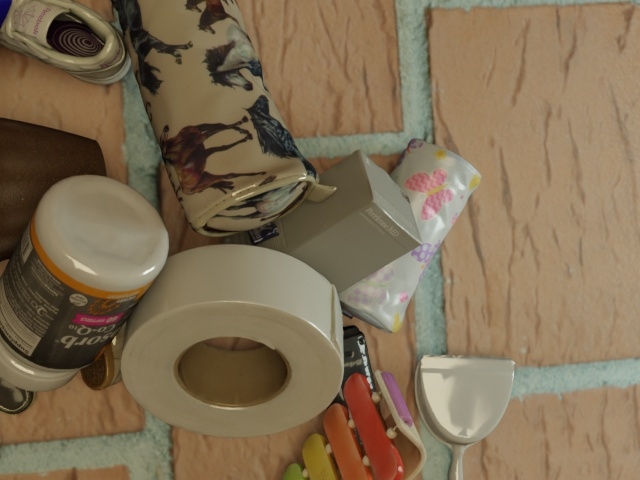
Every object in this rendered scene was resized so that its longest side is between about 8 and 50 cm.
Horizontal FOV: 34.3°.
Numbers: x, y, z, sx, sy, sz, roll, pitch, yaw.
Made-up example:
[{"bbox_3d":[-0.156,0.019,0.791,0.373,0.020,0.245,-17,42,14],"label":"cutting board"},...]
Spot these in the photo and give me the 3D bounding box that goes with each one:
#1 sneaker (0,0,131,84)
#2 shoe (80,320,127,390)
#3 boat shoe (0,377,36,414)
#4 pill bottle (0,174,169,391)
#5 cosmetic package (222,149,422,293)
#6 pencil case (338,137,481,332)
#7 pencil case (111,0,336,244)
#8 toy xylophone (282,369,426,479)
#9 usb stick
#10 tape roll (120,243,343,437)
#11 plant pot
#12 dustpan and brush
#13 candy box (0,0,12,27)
[{"bbox_3d":[-0.387,-0.302,1.335,0.305,0.152,0.114,21,90,-8],"label":"sneaker"},{"bbox_3d":[-0.297,0.092,1.410,0.058,0.076,0.219,-3,90,-52],"label":"shoe"},{"bbox_3d":[-0.463,0.143,1.369,0.080,0.073,0.224,-36,97,-7],"label":"boat shoe"},{"bbox_3d":[-0.308,0.061,1.266,0.162,0.278,0.162,20,44,-21],"label":"pill bottle"},{"bbox_3d":[0.000,0.000,1.365,0.238,0.107,0.127,-31,137,24],"label":"cosmetic package"},{"bbox_3d":[0.117,-0.005,1.449,0.124,0.113,0.273,29,86,-14],"label":"pencil case"},{"bbox_3d":[-0.138,-0.202,1.311,0.183,0.160,0.410,-7,66,-37],"label":"pencil case"},{"bbox_3d":[0.033,0.336,1.364,0.081,0.236,0.323,31,101,-29],"label":"toy xylophone"},{"bbox_3d":[0.053,0.262,1.477,0.077,0.045,0.278,-13,93,-9],"label":"usb stick"},{"bbox_3d":[-0.110,0.135,1.334,0.286,0.100,0.286,0,135,0],"label":"tape roll"},{"bbox_3d":[-0.397,-0.067,1.326,0.230,0.215,0.215,-6,92,-23],"label":"plant pot"},{"bbox_3d":[0.204,0.274,1.506,0.147,0.060,0.211,3,84,-9],"label":"dustpan and brush"},{"bbox_3d":[-0.568,-0.318,1.191,0.317,0.268,0.122,35,109,10],"label":"candy box"}]
